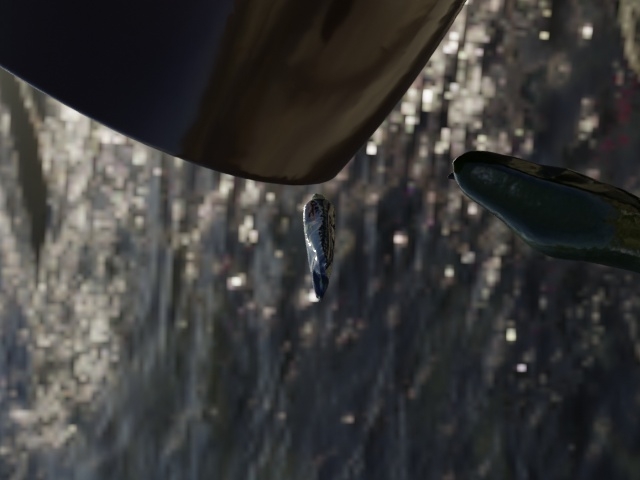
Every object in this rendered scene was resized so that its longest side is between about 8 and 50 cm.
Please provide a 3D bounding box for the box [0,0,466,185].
[{"bbox_3d":[-0.055,-0.172,0.894,0.216,0.301,0.301,-67,30,13],"label":"box"}]

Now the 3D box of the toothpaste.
[{"bbox_3d":[0.000,0.000,0.971,0.083,0.019,0.027,-93,13,-54],"label":"toothpaste"}]

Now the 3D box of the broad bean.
[{"bbox_3d":[0.157,-0.004,0.787,0.061,0.195,0.046,-88,6,-60],"label":"broad bean"}]
